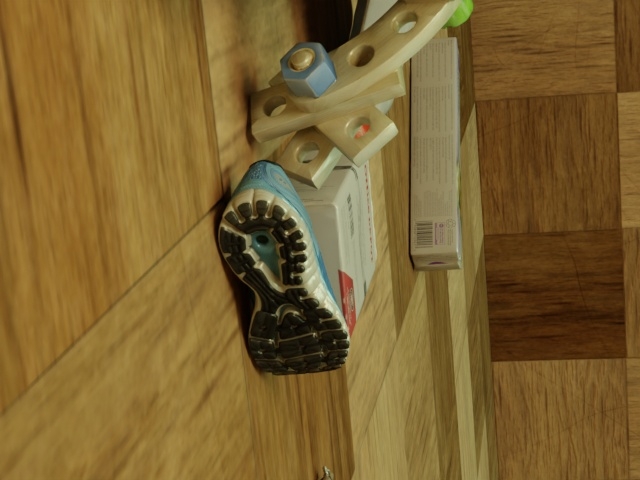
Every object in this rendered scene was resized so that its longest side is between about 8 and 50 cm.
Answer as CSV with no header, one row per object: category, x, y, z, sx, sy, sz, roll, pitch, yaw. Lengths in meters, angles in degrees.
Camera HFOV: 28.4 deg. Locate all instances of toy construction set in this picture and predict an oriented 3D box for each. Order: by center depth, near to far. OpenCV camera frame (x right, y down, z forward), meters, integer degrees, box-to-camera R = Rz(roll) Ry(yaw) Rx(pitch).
toy construction set,0.014,-0.169,0.700,0.328,0.151,0.215,69,36,-60

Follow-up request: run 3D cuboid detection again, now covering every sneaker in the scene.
sneaker,-0.017,0.018,0.778,0.073,0.063,0.162,-85,167,-48

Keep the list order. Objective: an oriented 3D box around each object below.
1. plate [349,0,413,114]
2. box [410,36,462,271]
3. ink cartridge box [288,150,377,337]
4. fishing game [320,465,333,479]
plate,0.061,-0.237,1.063,0.278,0.045,0.277,-81,-176,-51
box,0.155,-0.117,1.689,0.063,0.067,0.324,65,23,-65
ink cartridge box,0.000,0.000,0.878,0.135,0.056,0.099,-63,149,-68
fishing game,0.013,0.318,0.925,0.189,0.041,0.264,-60,138,-71
